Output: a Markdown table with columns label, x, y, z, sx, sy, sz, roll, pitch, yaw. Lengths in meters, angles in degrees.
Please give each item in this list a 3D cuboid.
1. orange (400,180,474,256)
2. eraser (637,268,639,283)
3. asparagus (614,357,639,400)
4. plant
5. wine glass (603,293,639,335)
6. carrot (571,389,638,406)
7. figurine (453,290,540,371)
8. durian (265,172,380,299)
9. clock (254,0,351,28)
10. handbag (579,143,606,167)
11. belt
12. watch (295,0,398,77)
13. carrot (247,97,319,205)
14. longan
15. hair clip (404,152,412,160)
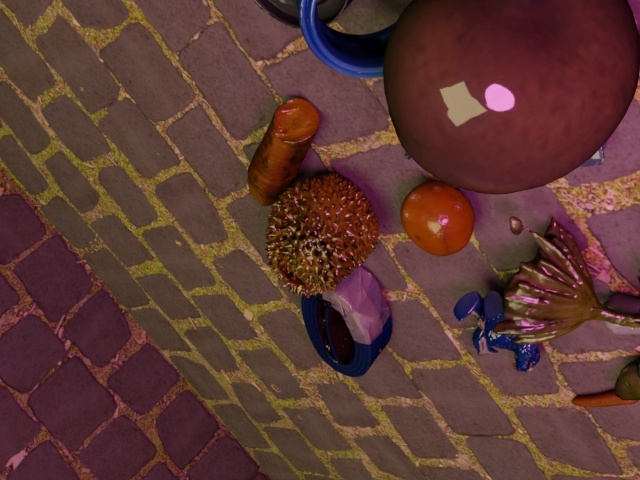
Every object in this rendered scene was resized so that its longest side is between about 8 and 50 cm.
| label | x | y | z | sx | sy | sz | roll | pitch | yaw |
| --- | --- | --- | --- | --- | --- | --- | --- | --- | --- |
| orange | 0.235 | -0.045 | 1.619 | 0.156 | 0.124 | 0.156 | 44 | 162 | 18 |
| eraser | 0.623 | 0.172 | 1.348 | 0.081 | 0.124 | 0.279 | -25 | 101 | 15 |
| asparagus | 0.688 | 0.226 | 1.498 | 0.082 | 0.085 | 0.343 | 54 | 141 | 4 |
| plant | 0.473 | 0.118 | 1.451 | 0.333 | 0.180 | 0.251 | 27 | 108 | 33 |
| wine glass | 0.540 | 0.137 | 1.549 | 0.195 | 0.079 | 0.079 | 3 | 130 | 44 |
| carrot | 0.609 | 0.343 | 1.749 | 0.037 | 0.037 | 0.190 | 47 | 148 | -7 |
| figurine | 0.400 | 0.189 | 1.732 | 0.164 | 0.121 | 0.262 | 21 | 159 | 39 |
| durian | -0.009 | -0.007 | 1.810 | 0.258 | 0.258 | 0.293 | 40 | 139 | 3 |
| clock | -0.048 | -0.513 | 1.442 | 0.280 | 0.055 | 0.281 | 27 | 143 | 22 |
| handbag | 0.355 | -0.184 | 1.355 | 0.221 | 0.057 | 0.144 | -5 | 121 | 29 |
| belt | 0.067 | 0.207 | 2.075 | 0.212 | 0.117 | 0.347 | 24 | 143 | 29 |
| watch | 0.106 | -0.416 | 1.268 | 0.305 | 0.241 | 0.275 | -13 | 129 | 4 |
| carrot | -0.090 | -0.185 | 1.805 | 0.114 | 0.114 | 0.302 | 39 | 146 | 5 |
| longan | 0.266 | -0.244 | 1.149 | 0.360 | 0.361 | 0.361 | 27 | 144 | 22 |
| hair clip | 0.248 | -0.194 | 1.517 | 0.083 | 0.048 | 0.275 | 46 | 152 | -24 |
